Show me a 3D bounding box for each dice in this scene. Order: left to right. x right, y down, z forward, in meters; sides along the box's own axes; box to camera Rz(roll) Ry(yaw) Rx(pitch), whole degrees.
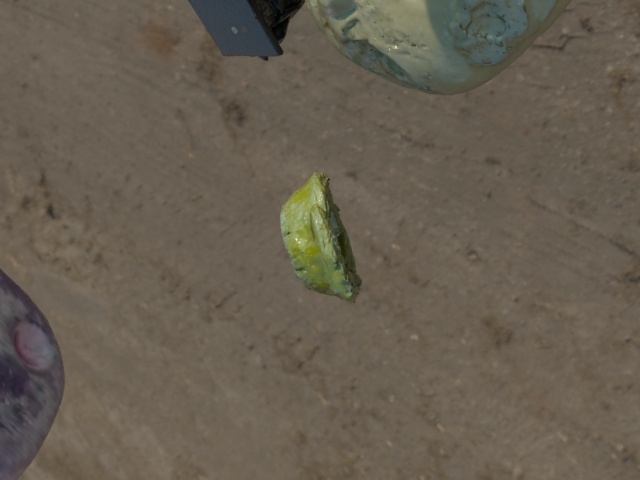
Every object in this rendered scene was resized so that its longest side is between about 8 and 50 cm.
[{"bbox_3d":[-0.496,0.179,1.109,0.270,0.270,0.271,-27,119,21],"label":"dice"}]

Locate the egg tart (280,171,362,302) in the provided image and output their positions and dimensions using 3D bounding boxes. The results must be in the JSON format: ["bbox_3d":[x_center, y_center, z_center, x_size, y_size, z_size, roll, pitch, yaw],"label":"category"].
[{"bbox_3d":[0.000,0.000,1.297,0.078,0.197,0.197,-16,106,10],"label":"egg tart"}]

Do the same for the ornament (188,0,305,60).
[{"bbox_3d":[-0.071,-0.376,1.331,0.153,0.196,0.166,17,145,51],"label":"ornament"}]

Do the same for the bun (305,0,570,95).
[{"bbox_3d":[0.125,-0.328,0.982,0.235,0.326,0.362,27,175,-31],"label":"bun"}]
